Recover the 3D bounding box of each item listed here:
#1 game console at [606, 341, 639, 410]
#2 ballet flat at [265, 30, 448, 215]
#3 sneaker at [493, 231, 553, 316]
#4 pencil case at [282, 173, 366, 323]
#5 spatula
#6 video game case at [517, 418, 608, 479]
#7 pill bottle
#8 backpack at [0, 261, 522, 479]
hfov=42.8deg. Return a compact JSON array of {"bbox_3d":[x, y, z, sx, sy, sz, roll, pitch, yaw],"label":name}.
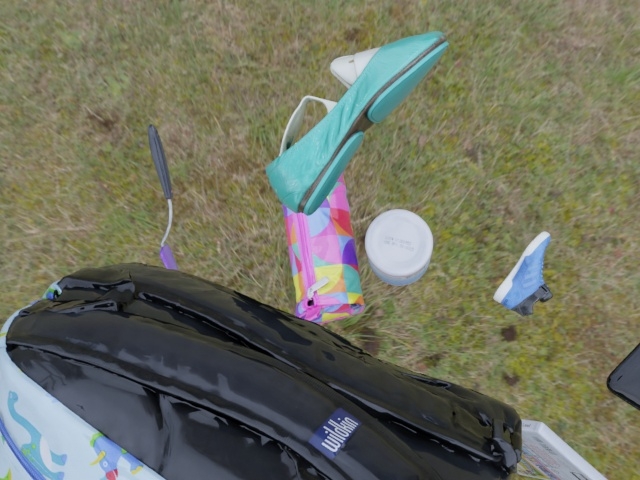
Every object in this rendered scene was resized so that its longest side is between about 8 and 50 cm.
[{"bbox_3d":[0.270,0.075,0.577,0.122,0.071,0.107,32,51,-18],"label":"game console"},{"bbox_3d":[0.027,-0.142,0.866,0.087,0.083,0.247,41,97,9],"label":"ballet flat"},{"bbox_3d":[0.381,0.064,1.441,0.084,0.058,0.152,35,83,15],"label":"sneaker"},{"bbox_3d":[0.000,0.000,1.132,0.104,0.104,0.236,-8,71,-2],"label":"pencil case"},{"bbox_3d":[-0.259,-0.047,1.371,0.030,0.084,0.297,-6,100,-2],"label":"spatula"},{"bbox_3d":[0.362,0.362,1.411,0.212,0.193,0.023,41,64,-26],"label":"video game case"},{"bbox_3d":[0.106,0.015,1.107,0.087,0.160,0.087,-1,80,5],"label":"pill bottle"},{"bbox_3d":[-0.076,0.156,0.587,0.355,0.290,0.273,35,121,5],"label":"backpack"}]
